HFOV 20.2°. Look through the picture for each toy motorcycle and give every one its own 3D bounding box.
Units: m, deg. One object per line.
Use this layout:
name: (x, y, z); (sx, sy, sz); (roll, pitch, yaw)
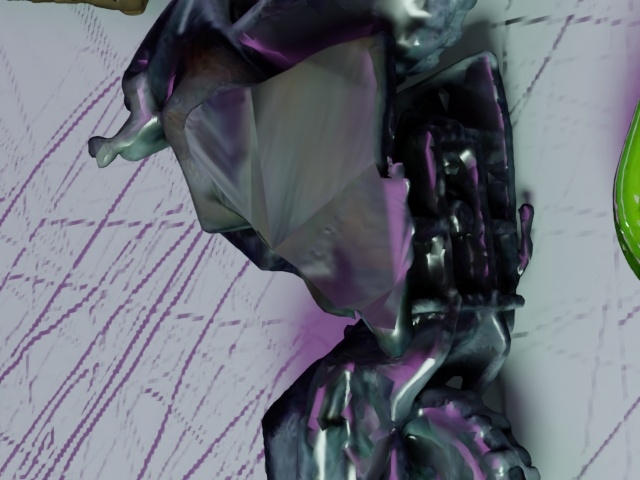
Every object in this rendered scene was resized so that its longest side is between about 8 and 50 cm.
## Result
toy motorcycle: (0.000, 0.000, 0.641); (0.159, 0.106, 0.270); (-7, 85, 39)

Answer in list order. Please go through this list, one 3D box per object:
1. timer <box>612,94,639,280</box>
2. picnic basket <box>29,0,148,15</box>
timer: (0.159, -0.035, 0.560); (0.128, 0.047, 0.140); (21, 95, 37)
picnic basket: (-0.139, -0.160, 0.805); (0.193, 0.055, 0.110); (17, 94, 38)
